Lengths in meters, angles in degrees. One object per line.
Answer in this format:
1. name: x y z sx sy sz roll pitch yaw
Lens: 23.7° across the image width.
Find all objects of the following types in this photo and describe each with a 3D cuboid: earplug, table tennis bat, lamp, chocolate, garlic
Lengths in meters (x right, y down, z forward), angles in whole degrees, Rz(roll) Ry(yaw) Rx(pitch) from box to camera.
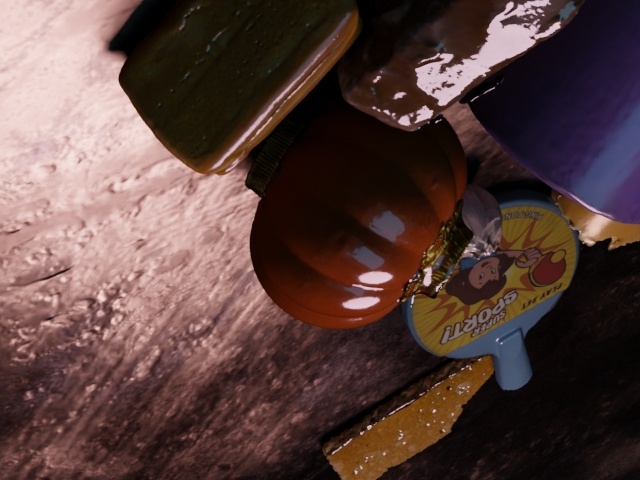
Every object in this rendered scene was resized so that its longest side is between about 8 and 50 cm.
1. earplug: 0.331 -0.244 1.288 0.215 0.215 0.456 10 125 -45
2. table tennis bat: 0.196 0.065 1.696 0.215 0.044 0.329 -28 140 -7
3. lamp: 0.034 -0.027 1.324 0.223 0.196 0.223 -57 175 -8
4. chocolate: 0.101 -0.193 1.170 0.093 0.148 0.214 23 136 -34
5. garlic: 0.126 -0.014 1.522 0.113 0.094 0.074 -42 120 -8

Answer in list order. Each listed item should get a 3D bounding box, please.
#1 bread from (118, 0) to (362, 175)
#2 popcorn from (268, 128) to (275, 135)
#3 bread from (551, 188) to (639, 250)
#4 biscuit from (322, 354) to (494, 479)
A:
1. bread: -0.058 -0.150 1.178 0.200 0.116 0.077 -46 168 21
2. popcorn: -0.068 -0.104 1.271 0.083 0.059 0.068 -29 147 12
3. bread: 0.335 -0.077 1.598 0.134 0.085 0.173 0 136 -39
4. biscuit: 0.117 0.216 1.858 0.237 0.026 0.131 -33 147 -2
